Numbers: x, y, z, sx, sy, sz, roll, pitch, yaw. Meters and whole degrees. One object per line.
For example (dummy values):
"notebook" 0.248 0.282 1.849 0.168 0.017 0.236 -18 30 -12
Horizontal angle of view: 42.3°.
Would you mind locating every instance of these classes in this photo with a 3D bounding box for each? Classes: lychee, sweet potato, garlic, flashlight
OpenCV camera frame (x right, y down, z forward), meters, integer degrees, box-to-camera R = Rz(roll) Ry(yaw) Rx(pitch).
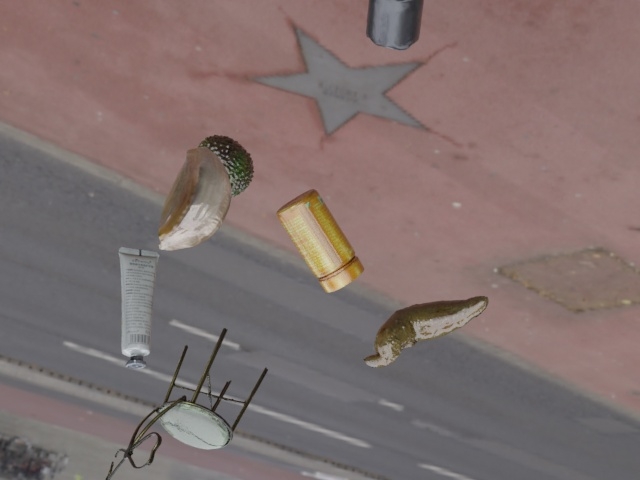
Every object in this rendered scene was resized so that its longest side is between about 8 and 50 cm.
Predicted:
"lychee" -0.249 -0.185 2.068 0.171 0.171 0.171 11 158 5
"sweet potato" 0.228 0.193 1.890 0.310 0.098 0.124 -22 -160 -10
"garlic" -0.202 -0.073 1.378 0.101 0.195 0.087 3 160 29
"flashlight" 0.131 -0.509 1.305 0.103 0.103 0.424 10 131 9

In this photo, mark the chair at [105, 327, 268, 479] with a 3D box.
"chair" -0.240 0.331 1.517 0.160 0.325 0.170 -26 119 39

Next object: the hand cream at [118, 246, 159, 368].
"hand cream" -0.285 0.103 1.286 0.067 0.194 0.042 8 152 -23

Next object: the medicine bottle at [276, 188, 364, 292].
"medicine bottle" 0.000 0.000 1.640 0.096 0.096 0.192 -19 107 53
